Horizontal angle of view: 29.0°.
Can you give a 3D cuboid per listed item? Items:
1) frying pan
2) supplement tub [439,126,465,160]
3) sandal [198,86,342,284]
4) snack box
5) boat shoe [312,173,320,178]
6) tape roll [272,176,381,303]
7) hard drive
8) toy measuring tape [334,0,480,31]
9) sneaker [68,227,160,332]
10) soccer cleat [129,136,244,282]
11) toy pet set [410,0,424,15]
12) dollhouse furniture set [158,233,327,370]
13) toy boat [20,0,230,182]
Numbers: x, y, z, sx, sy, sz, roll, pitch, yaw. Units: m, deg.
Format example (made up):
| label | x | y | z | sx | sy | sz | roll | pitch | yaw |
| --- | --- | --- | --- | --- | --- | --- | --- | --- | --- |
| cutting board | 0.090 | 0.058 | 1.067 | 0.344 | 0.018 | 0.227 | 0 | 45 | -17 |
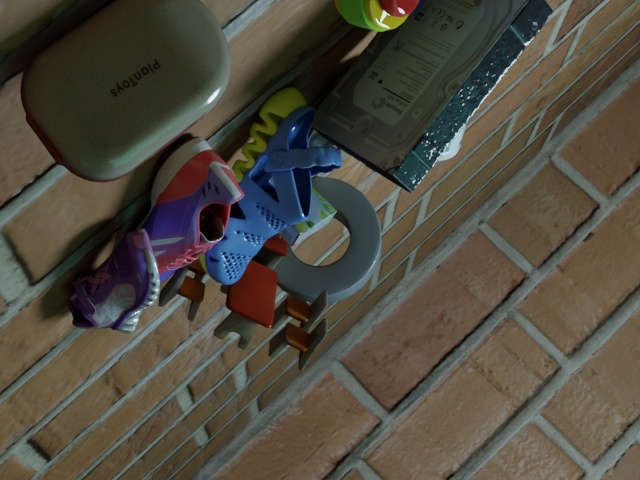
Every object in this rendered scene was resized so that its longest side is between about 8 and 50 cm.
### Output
| label | x | y | z | sx | sy | sz | roll | pitch | yaw |
| --- | --- | --- | --- | --- | --- | --- | --- | --- | --- |
| frying pan | 0.065 | -0.230 | 2.083 | 0.197 | 0.053 | 0.326 | -52 | 168 | 26 |
| supplement tub | 0.189 | -0.252 | 2.115 | 0.144 | 0.144 | 0.199 | -31 | 142 | -48 |
| sandal | -0.074 | -0.064 | 1.851 | 0.317 | 0.138 | 0.126 | -62 | 161 | 16 |
| snack box | -0.057 | -0.066 | 1.999 | 0.100 | 0.141 | 0.037 | -33 | 162 | -45 |
| boat shoe | -0.015 | -0.130 | 2.140 | 0.045 | 0.050 | 0.135 | -52 | 167 | 3 |
| tape roll | 0.000 | 0.000 | 2.211 | 0.219 | 0.219 | 0.072 | -44 | 168 | -7 |
| hard drive | 0.156 | -0.256 | 1.840 | 0.339 | 0.237 | 0.064 | -52 | 131 | 0 |
| toy measuring tape | 0.109 | -0.327 | 1.670 | 0.121 | 0.121 | 0.330 | -50 | 150 | 21 |
| sneaker | -0.299 | 0.066 | 1.759 | 0.105 | 0.095 | 0.236 | -3 | 152 | -26 |
| soccer cleat | -0.197 | -0.013 | 1.778 | 0.109 | 0.116 | 0.318 | -35 | 163 | -38 |
| toy pet set | 0.132 | -0.382 | 1.787 | 0.122 | 0.065 | 0.114 | -35 | 164 | -37 |
| dollhouse furniture set | -0.108 | 0.050 | 2.026 | 0.135 | 0.262 | 0.259 | -55 | -162 | 29 |
| toy boat | -0.208 | -0.165 | 1.298 | 0.231 | 0.151 | 0.151 | -40 | -164 | -22 |
